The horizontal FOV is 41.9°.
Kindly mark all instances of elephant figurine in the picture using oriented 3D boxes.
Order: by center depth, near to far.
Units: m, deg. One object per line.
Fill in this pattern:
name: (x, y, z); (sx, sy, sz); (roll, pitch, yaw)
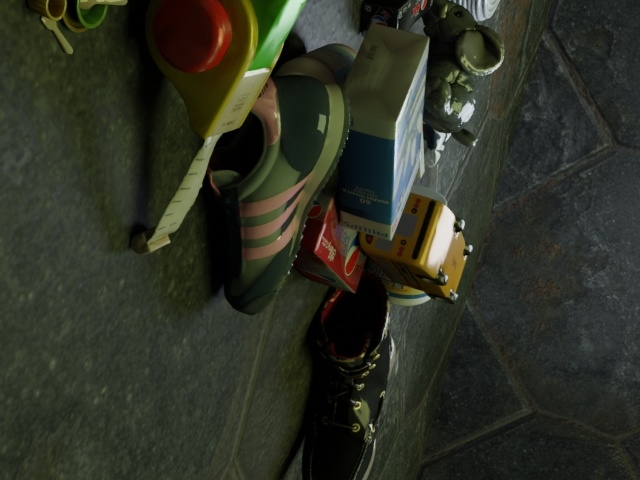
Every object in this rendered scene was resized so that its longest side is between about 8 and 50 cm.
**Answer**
elephant figurine: (0.221, -0.317, 1.410); (0.239, 0.169, 0.186); (-63, 157, -6)

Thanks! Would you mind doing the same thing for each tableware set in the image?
tableware set: (-0.167, -0.222, 0.622); (0.104, 0.024, 0.154); (66, 45, -63)

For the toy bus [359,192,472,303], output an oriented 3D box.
toy bus: (0.164, 0.018, 1.369); (0.332, 0.130, 0.108); (43, 64, -71)

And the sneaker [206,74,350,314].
sneaker: (-0.081, -0.049, 0.945); (0.319, 0.131, 0.112); (-67, -150, 31)

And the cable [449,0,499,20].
cable: (0.314, -0.556, 1.612); (0.257, 0.089, 0.257); (11, 96, -72)

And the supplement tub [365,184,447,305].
supplement tub: (0.165, 0.008, 1.599); (0.144, 0.144, 0.200); (-45, 147, -55)

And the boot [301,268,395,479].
boot: (0.048, 0.261, 1.497); (0.284, 0.138, 0.377); (82, 27, -54)

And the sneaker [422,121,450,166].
sneaker: (0.230, -0.269, 1.621); (0.235, 0.094, 0.153); (81, 30, -54)

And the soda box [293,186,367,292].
soda box: (0.000, 0.000, 1.210); (0.263, 0.083, 0.092); (48, 59, -68)

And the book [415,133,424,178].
book: (0.125, -0.165, 1.403); (0.144, 0.096, 0.035); (78, 34, -56)

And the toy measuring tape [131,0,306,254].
toy measuring tape: (-0.123, -0.140, 0.758); (0.330, 0.121, 0.121); (-56, 170, 28)

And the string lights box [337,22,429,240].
string lights box: (0.076, -0.126, 1.047); (0.260, 0.076, 0.133); (83, 26, -60)

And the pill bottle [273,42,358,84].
pill bottle: (-0.006, -0.185, 1.020); (0.160, 0.087, 0.087); (-42, 145, -56)

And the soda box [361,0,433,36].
soda box: (0.120, -0.359, 1.272); (0.169, 0.060, 0.053); (-51, 151, -47)
